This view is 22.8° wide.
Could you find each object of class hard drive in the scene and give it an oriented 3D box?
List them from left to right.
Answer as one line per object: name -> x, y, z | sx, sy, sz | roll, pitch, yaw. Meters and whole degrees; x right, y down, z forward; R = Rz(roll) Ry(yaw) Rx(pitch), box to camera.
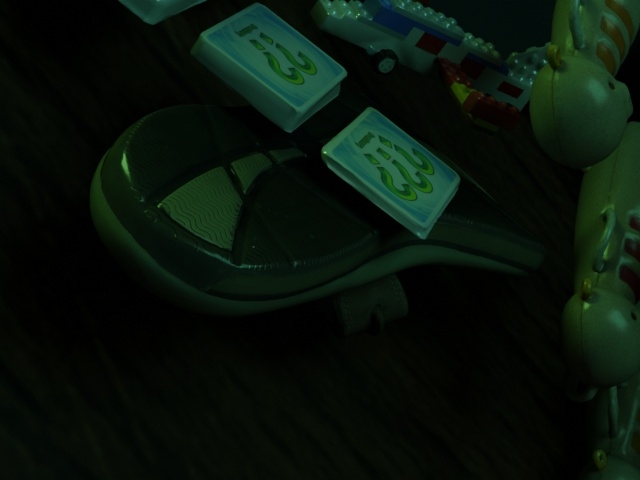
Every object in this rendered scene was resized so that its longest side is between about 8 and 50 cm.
hard drive -> 0.081, -0.154, 0.840 | 0.135, 0.094, 0.022 | 47, 1, -18

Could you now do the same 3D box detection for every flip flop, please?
flip flop -> 0.000, 0.000, 0.647 | 0.112, 0.080, 0.277 | 42, 25, 20

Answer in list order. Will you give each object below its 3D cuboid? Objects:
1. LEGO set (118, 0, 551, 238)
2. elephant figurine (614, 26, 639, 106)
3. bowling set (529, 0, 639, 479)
LEGO set -> 0.013, -0.105, 0.695 | 0.182, 0.060, 0.244 | 39, 23, 2
elephant figurine -> 0.254, -0.140, 0.962 | 0.239, 0.186, 0.169 | 28, 25, -25
bowling set -> 0.200, 0.008, 0.708 | 0.154, 0.199, 0.287 | -68, 149, -44
